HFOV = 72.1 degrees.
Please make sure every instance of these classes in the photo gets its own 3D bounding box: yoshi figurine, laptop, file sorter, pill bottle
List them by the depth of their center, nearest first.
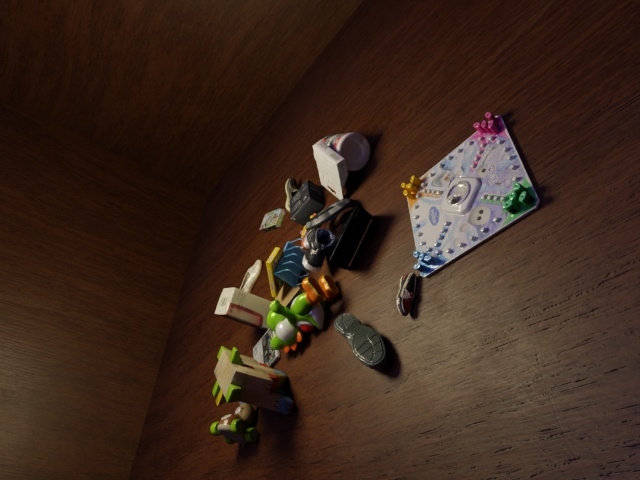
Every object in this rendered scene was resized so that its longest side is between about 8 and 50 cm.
[{"bbox_3d":[0.079,-0.024,1.676,0.234,0.137,0.264,-63,27,-1],"label":"laptop"},{"bbox_3d":[-0.102,0.268,1.704,0.362,0.204,0.203,-53,13,25],"label":"yoshi figurine"},{"bbox_3d":[-0.099,0.094,1.890,0.105,0.118,0.170,-20,41,48],"label":"file sorter"},{"bbox_3d":[0.085,-0.395,1.968,0.161,0.161,0.283,-65,27,-2],"label":"pill bottle"}]

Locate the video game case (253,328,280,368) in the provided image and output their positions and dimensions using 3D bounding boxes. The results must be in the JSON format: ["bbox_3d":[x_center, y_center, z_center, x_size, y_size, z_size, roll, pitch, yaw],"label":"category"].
[{"bbox_3d":[-0.236,0.488,1.911,0.173,0.022,0.190,-52,28,22],"label":"video game case"}]

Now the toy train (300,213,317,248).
[{"bbox_3d":[-0.040,-0.038,2.008,0.166,0.046,0.125,-58,28,17],"label":"toy train"}]

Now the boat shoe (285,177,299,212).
[{"bbox_3d":[-0.138,-0.247,2.336,0.073,0.080,0.223,-31,46,39],"label":"boat shoe"}]

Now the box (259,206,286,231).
[{"bbox_3d":[-0.271,-0.116,2.493,0.207,0.036,0.114,-14,54,57],"label":"box"}]

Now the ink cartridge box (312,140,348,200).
[{"bbox_3d":[0.052,-0.292,1.883,0.056,0.224,0.181,-34,51,-14],"label":"ink cartridge box"}]

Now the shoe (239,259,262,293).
[{"bbox_3d":[-0.377,0.201,2.373,0.077,0.058,0.218,7,72,62],"label":"shoe"}]

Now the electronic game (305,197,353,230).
[{"bbox_3d":[0.035,-0.108,1.823,0.229,0.048,0.229,-32,7,5],"label":"electronic game"}]

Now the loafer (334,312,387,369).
[{"bbox_3d":[0.134,0.319,1.363,0.096,0.084,0.267,-33,30,-9],"label":"loafer"}]

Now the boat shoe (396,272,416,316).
[{"bbox_3d":[0.258,0.157,1.299,0.043,0.049,0.136,-28,38,46],"label":"boat shoe"}]

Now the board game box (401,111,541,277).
[{"bbox_3d":[0.404,-0.139,1.298,0.390,0.050,0.389,-41,34,37],"label":"board game box"}]

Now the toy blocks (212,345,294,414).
[{"bbox_3d":[-0.241,0.526,1.649,0.381,0.261,0.190,4,72,69],"label":"toy blocks"}]

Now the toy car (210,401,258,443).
[{"bbox_3d":[-0.319,0.697,1.757,0.155,0.149,0.188,-24,33,35],"label":"toy car"}]

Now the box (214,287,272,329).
[{"bbox_3d":[-0.337,0.313,2.009,0.149,0.233,0.126,-14,55,57],"label":"box"}]

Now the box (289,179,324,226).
[{"bbox_3d":[-0.069,-0.179,2.126,0.156,0.093,0.158,-47,30,29],"label":"box"}]

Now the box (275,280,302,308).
[{"bbox_3d":[-0.152,0.224,1.994,0.164,0.021,0.201,-54,28,17],"label":"box"}]

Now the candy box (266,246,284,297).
[{"bbox_3d":[-0.195,0.141,1.923,0.105,0.027,0.205,-66,-21,-48],"label":"candy box"}]

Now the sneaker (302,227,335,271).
[{"bbox_3d":[0.000,0.000,1.786,0.268,0.101,0.153,-85,21,-57],"label":"sneaker"}]
